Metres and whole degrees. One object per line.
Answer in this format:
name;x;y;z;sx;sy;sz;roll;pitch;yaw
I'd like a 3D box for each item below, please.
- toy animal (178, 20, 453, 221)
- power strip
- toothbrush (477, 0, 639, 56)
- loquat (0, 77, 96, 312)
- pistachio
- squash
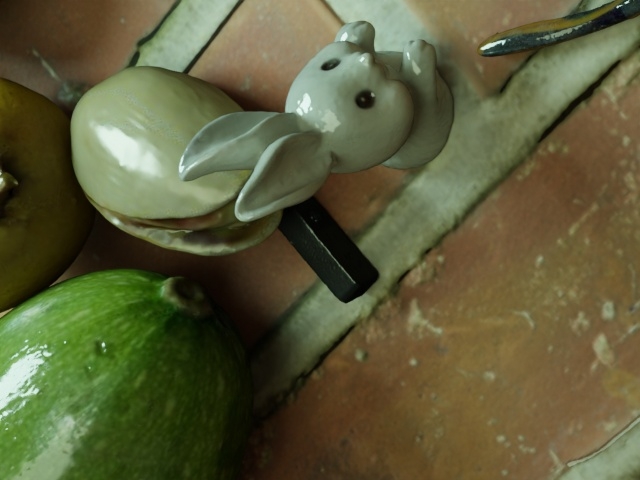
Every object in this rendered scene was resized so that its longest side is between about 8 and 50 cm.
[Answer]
toy animal;0.003;-0.094;1.403;0.104;0.221;0.131;40;124;22
power strip;0.000;0.000;1.546;0.111;0.038;0.029;49;124;9
toothbrush;0.248;-0.176;1.334;0.321;0.023;0.031;-11;96;35
loquat;-0.295;-0.039;1.617;0.208;0.208;0.208;11;111;30
pistachio;-0.122;-0.065;1.540;0.215;0.144;0.144;33;122;41
squash;-0.172;0.168;1.601;0.309;0.310;0.310;-40;82;17
